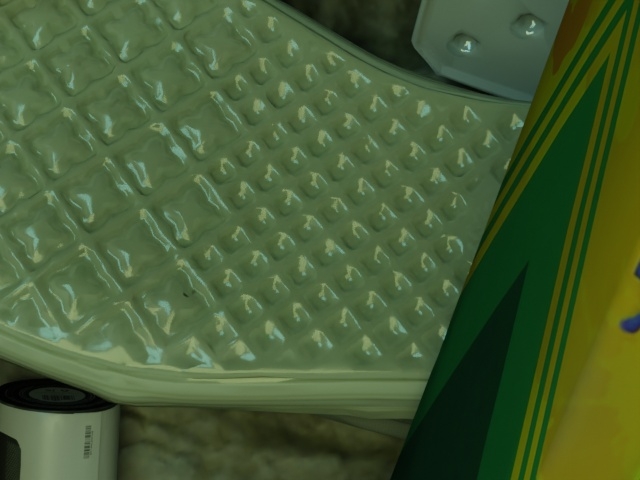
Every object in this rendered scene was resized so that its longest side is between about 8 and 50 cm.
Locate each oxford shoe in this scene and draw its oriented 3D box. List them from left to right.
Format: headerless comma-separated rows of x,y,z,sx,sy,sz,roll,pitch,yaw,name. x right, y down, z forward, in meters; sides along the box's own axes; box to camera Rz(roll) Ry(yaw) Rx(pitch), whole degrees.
0.000,0.000,0.712,0.449,0.130,0.169,12,72,-2,oxford shoe

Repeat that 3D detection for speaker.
-0.114,0.130,0.803,0.055,0.055,0.136,6,101,6,speaker

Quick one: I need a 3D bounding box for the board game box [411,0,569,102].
0.251,-0.132,0.595,0.390,0.050,0.390,19,146,3,board game box

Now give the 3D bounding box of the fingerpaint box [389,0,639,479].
0.256,0.094,0.567,0.444,0.163,0.371,13,121,-7,fingerpaint box
